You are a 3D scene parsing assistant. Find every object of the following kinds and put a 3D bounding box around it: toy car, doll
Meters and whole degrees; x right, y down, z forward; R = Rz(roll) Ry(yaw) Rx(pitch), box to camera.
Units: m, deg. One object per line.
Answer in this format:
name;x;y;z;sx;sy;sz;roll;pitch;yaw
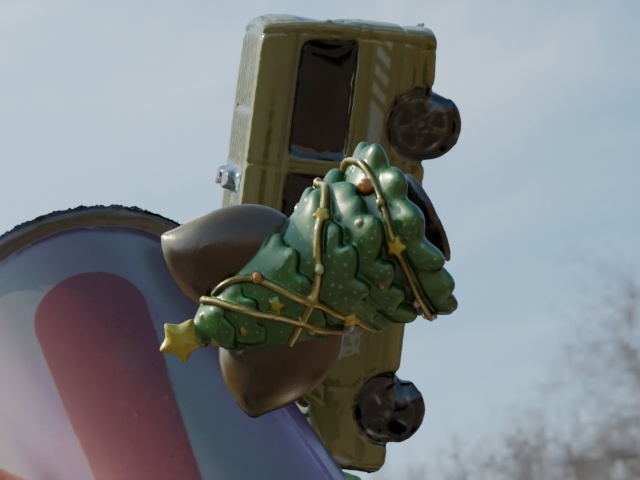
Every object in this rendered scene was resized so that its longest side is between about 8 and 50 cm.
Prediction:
toy car;0.000;0.000;1.107;0.124;0.257;0.101;6;6;-10
doll;-0.002;0.014;0.720;0.113;0.078;0.076;-28;5;-24

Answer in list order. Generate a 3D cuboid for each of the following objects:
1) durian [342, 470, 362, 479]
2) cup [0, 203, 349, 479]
durian;-0.082;0.261;1.401;0.204;0.340;0.256;40;-50;-21
cup;-0.068;0.137;0.960;0.203;0.288;0.203;-21;-48;-25
